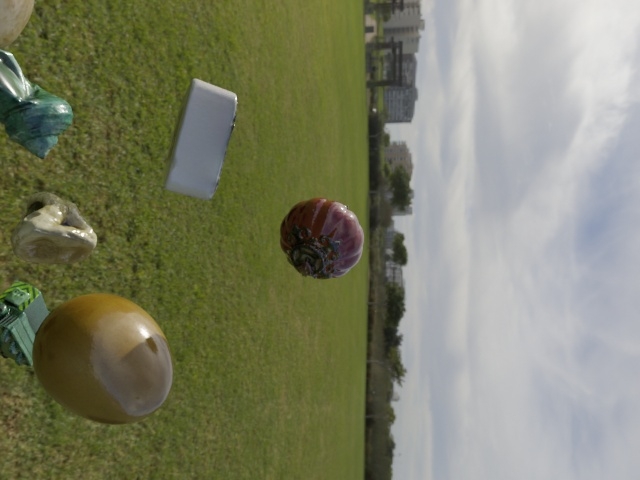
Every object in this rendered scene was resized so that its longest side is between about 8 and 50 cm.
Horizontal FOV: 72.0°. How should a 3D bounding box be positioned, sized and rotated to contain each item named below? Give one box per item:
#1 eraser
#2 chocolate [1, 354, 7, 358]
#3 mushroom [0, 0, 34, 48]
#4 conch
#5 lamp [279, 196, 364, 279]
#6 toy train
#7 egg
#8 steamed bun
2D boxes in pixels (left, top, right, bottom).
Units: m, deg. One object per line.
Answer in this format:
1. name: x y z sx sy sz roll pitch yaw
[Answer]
1. eraser: -0.377 -0.275 1.337 0.331 0.150 0.331 -35 -131 54
2. chocolate: -1.249 0.365 1.684 0.224 0.177 0.206 114 -40 -61
3. mushroom: -0.750 -0.525 0.868 0.297 0.290 0.297 -50 -164 20
4. conch: -0.625 -0.276 0.921 0.202 0.134 0.196 49 12 -8
5. lamp: 0.000 0.000 1.142 0.227 0.227 0.226 0 90 -82
6. toy train: -0.919 0.252 1.341 0.178 0.139 0.330 -65 -179 -41
7. egg: -0.471 0.261 0.978 0.250 0.322 0.250 -51 167 -16
8. steamed bun: -0.635 -0.039 1.048 0.172 0.141 0.155 19 45 -52
